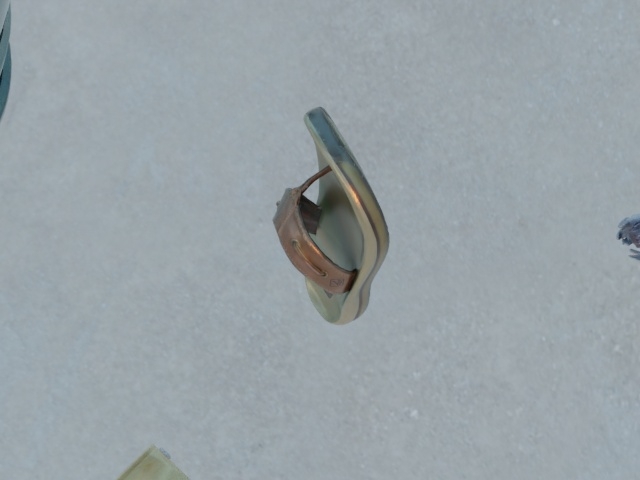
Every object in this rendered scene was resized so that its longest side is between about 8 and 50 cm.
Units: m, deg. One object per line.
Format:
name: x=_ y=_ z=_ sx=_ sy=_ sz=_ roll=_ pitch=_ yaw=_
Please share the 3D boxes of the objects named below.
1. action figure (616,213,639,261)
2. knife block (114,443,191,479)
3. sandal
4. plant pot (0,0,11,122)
action figure: x=0.417 y=-0.021 z=0.914 sx=0.185 sy=0.285 sz=0.099 roll=10 pitch=48 yaw=20
knife block: x=-0.177 y=0.311 z=0.725 sx=0.276 sy=0.088 sz=0.242 roll=38 pitch=69 yaw=19
sandal: x=0.001 y=0.002 z=0.827 sx=0.086 sy=0.302 sz=0.120 roll=-19 pitch=57 yaw=-15
plant pot: x=-0.329 y=-0.216 z=0.524 sx=0.334 sy=0.341 sz=0.341 roll=-33 pitch=41 yaw=53
